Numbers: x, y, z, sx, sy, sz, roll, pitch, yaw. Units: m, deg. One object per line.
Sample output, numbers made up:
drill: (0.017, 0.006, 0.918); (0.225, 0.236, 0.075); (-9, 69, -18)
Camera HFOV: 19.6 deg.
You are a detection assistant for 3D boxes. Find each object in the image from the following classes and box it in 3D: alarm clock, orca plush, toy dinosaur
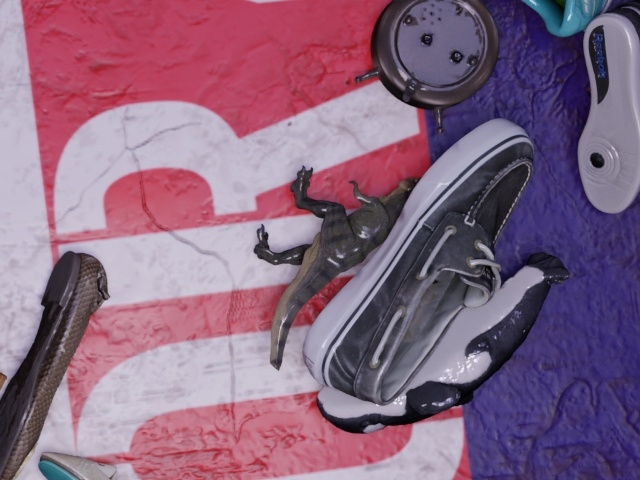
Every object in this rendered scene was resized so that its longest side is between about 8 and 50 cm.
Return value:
alarm clock: (0.129, -0.220, 1.924); (0.129, 0.064, 0.192); (30, 81, -5)
orca plush: (0.134, 0.120, 1.912); (0.287, 0.102, 0.151); (-43, 48, -15)
toy dinosaur: (0.000, 0.000, 1.880); (0.118, 0.064, 0.268); (35, 69, 22)

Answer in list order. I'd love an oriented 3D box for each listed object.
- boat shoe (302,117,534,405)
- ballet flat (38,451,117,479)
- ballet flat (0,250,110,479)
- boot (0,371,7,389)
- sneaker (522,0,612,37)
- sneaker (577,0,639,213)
boat shoe: (0.127, 0.031, 1.855); (0.119, 0.121, 0.335); (31, 78, 34)
ballet flat: (-0.210, 0.258, 1.869); (0.168, 0.057, 0.052); (41, 55, -7)
ballet flat: (-0.271, 0.132, 1.854); (0.058, 0.084, 0.250); (25, 80, -30)
boot: (-0.411, 0.096, 1.811); (0.220, 0.109, 0.283); (21, 89, -5)
sneaker: (0.191, -0.323, 1.894); (0.275, 0.107, 0.110); (44, 52, -3)
sneaker: (0.332, -0.143, 1.936); (0.121, 0.079, 0.217); (-29, 126, -47)
